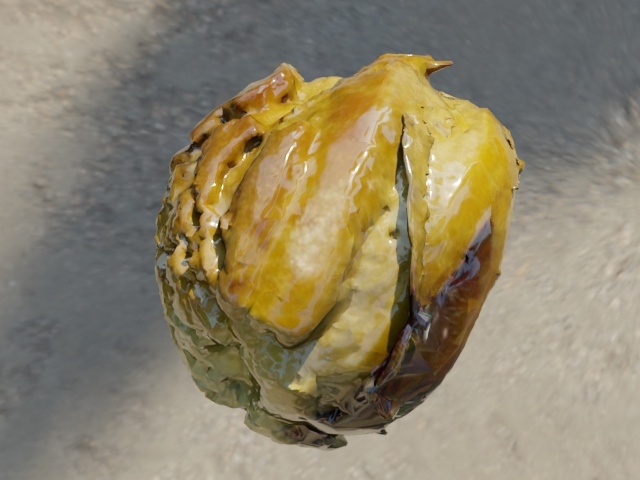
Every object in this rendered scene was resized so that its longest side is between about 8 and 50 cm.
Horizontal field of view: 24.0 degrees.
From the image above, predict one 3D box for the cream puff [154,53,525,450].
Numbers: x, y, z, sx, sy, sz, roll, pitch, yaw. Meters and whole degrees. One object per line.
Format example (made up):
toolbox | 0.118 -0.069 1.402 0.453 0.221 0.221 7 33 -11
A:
cream puff | 0.000 0.000 0.467 0.104 0.119 0.133 29 134 -16
